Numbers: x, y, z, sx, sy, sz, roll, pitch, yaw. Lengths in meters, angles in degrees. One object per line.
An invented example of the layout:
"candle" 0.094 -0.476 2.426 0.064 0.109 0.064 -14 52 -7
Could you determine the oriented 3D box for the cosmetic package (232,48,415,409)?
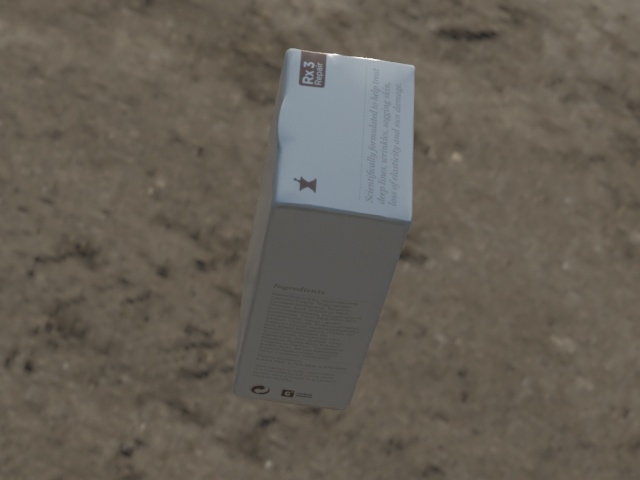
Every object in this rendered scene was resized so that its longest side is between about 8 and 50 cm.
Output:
"cosmetic package" 0.000 0.000 1.042 0.085 0.231 0.117 8 58 -6
